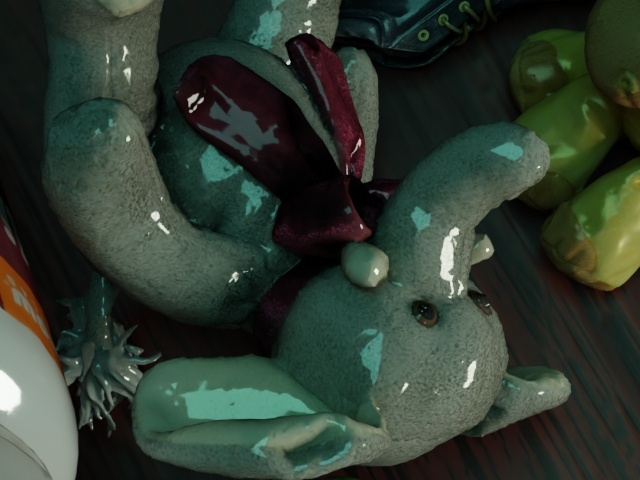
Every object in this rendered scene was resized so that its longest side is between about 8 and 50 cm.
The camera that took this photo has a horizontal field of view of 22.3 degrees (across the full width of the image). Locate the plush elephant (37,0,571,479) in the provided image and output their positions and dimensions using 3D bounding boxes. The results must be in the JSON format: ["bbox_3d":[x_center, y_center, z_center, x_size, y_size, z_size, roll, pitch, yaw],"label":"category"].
[{"bbox_3d":[0.000,0.000,0.819,0.255,0.272,0.330,26,110,23],"label":"plush elephant"}]

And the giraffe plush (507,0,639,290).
[{"bbox_3d":[0.200,-0.088,0.877,0.210,0.170,0.181,-24,71,-3],"label":"giraffe plush"}]

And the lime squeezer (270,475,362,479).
[{"bbox_3d":[-0.026,0.180,0.880,0.310,0.059,0.110,2,102,4],"label":"lime squeezer"}]

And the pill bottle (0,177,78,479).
[{"bbox_3d":[-0.239,0.057,0.760,0.224,0.224,0.392,-26,41,-4],"label":"pill bottle"}]

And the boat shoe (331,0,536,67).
[{"bbox_3d":[0.084,-0.143,0.969,0.183,0.065,0.083,6,78,13],"label":"boat shoe"}]
